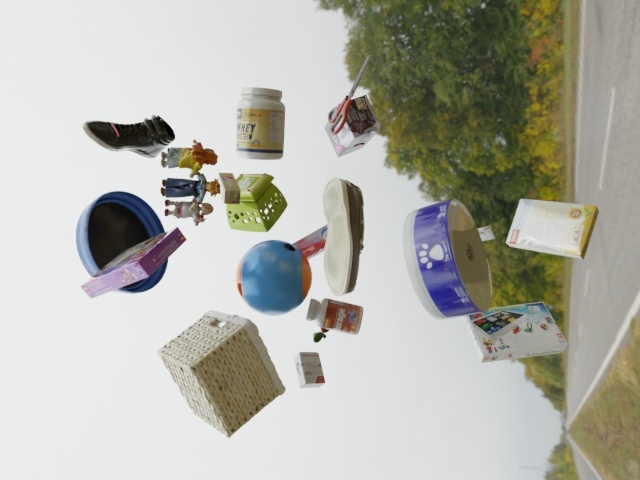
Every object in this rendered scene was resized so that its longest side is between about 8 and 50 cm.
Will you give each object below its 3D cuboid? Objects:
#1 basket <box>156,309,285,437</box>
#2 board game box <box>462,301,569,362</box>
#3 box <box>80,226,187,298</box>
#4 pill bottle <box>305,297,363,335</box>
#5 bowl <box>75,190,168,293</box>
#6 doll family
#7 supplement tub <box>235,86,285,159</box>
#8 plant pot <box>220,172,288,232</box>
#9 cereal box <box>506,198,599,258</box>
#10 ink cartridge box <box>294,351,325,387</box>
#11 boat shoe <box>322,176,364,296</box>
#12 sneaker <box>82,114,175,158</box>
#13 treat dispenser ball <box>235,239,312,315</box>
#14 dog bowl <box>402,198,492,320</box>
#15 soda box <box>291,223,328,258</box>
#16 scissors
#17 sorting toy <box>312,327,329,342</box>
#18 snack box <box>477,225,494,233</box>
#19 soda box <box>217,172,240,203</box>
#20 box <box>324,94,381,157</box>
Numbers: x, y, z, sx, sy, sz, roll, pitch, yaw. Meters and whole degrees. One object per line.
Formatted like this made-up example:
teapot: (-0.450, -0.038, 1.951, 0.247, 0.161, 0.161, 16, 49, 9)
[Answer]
basket: (-0.363, 0.465, 1.548, 0.266, 0.328, 0.331, -34, -69, -36)
board game box: (0.698, 0.328, 1.542, 0.193, 0.306, 0.053, -98, 2, -45)
box: (-0.583, 0.070, 1.331, 0.057, 0.293, 0.201, 59, -149, -20)
pill bottle: (0.055, 0.298, 1.701, 0.121, 0.216, 0.121, 13, -90, -89)
bowl: (-0.731, 0.011, 1.591, 0.391, 0.077, 0.391, -14, -90, -70)
doll family: (-0.366, -0.178, 1.212, 0.118, 0.163, 0.262, 102, 167, -81)
supplement tub: (-0.280, -0.541, 1.992, 0.228, 0.228, 0.316, -23, -61, -62)
plant pot: (-0.319, -0.190, 2.018, 0.228, 0.227, 0.207, -59, -37, -42)
cereal box: (0.765, -0.044, 1.417, 0.047, 0.240, 0.173, 27, -98, -41)
ink cartridge box: (-0.047, 0.538, 1.771, 0.099, 0.056, 0.135, 11, -133, -32)
boat shoe: (0.072, -0.009, 1.156, 0.097, 0.117, 0.324, 10, -110, -36)
sneaker: (-0.581, -0.347, 1.331, 0.104, 0.147, 0.296, 63, -160, 11)
treat dispenser ball: (-0.175, 0.140, 1.612, 0.288, 0.288, 0.288, 29, -124, -57)
dog bowl: (0.293, 0.043, 0.971, 0.265, 0.104, 0.264, 30, -129, -45)
soda box: (0.000, 0.000, 2.029, 0.092, 0.263, 0.083, 60, 179, 18)
scissors: (0.110, -0.505, 1.513, 0.021, 0.297, 0.109, 8, -129, -34)
sorting toy: (-0.001, 0.388, 1.810, 0.102, 0.042, 0.061, -42, -48, -17)
snack box: (0.685, -0.027, 1.772, 0.178, 0.064, 0.022, 22, -123, -61)
soda box: (-0.359, -0.206, 1.664, 0.181, 0.061, 0.058, -124, 39, -53)
box: (0.133, -0.488, 1.851, 0.163, 0.142, 0.247, 66, 165, 2)
